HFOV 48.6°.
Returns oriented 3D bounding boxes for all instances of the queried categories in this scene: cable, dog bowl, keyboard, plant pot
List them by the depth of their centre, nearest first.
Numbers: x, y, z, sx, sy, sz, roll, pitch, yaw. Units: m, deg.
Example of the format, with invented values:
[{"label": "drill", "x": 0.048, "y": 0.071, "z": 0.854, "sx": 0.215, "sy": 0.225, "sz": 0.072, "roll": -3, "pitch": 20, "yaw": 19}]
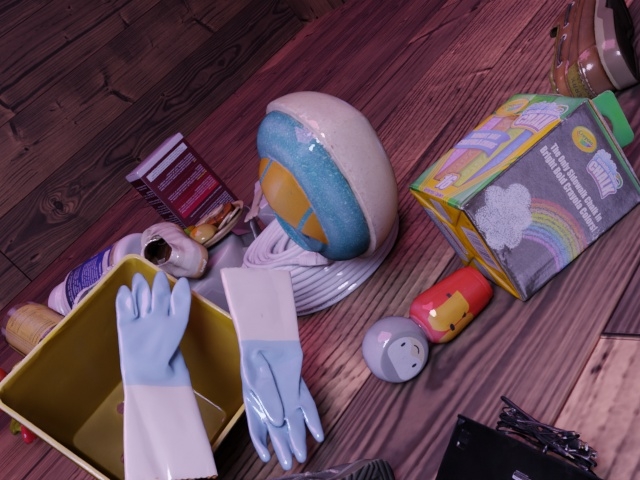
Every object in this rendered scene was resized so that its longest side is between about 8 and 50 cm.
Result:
[{"label": "keyboard", "x": 0.160, "y": 0.177, "z": 0.505, "sx": 0.192, "sy": 0.038, "sz": 0.100, "roll": 11, "pitch": 76, "yaw": 63}, {"label": "plant pot", "x": -0.195, "y": 0.183, "z": 0.799, "sx": 0.212, "sy": 0.212, "sz": 0.187, "roll": -52, "pitch": -11, "yaw": -32}, {"label": "cable", "x": 0.000, "y": 0.000, "z": 1.048, "sx": 0.257, "sy": 0.089, "sz": 0.257, "roll": -21, "pitch": 26, "yaw": 42}, {"label": "dog bowl", "x": -0.223, "y": 0.091, "z": 1.216, "sx": 0.349, "sy": 0.102, "sz": 0.348, "roll": -33, "pitch": 22, "yaw": 15}]

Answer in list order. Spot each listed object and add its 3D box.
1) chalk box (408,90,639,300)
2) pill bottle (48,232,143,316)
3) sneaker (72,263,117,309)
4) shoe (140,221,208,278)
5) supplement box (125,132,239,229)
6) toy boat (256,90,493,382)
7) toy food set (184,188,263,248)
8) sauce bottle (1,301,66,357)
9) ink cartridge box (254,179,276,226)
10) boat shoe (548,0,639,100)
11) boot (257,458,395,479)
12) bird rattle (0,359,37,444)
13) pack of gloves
[{"label": "chalk box", "x": 0.227, "y": -0.067, "z": 0.738, "sx": 0.213, "sy": 0.132, "sz": 0.132, "roll": -40, "pitch": 20, "yaw": -4}, {"label": "pill bottle", "x": -0.443, "y": 0.101, "z": 1.493, "sx": 0.265, "sy": 0.153, "sz": 0.153, "roll": -27, "pitch": 24, "yaw": 30}, {"label": "sneaker", "x": -0.366, "y": 0.089, "z": 1.236, "sx": 0.076, "sy": 0.065, "sz": 0.166, "roll": -21, "pitch": 28, "yaw": 32}, {"label": "shoe", "x": -0.250, "y": 0.010, "z": 1.135, "sx": 0.219, "sy": 0.058, "sz": 0.076, "roll": 16, "pitch": 95, "yaw": 55}, {"label": "supplement box", "x": -0.262, "y": -0.085, "z": 1.448, "sx": 0.130, "sy": 0.239, "sz": 0.073, "roll": -50, "pitch": 21, "yaw": -26}, {"label": "toy boat", "x": 0.030, "y": -0.008, "z": 0.756, "sx": 0.148, "sy": 0.318, "sz": 0.267, "roll": -37, "pitch": -16, "yaw": -10}, {"label": "toy food set", "x": -0.183, "y": -0.030, "z": 1.199, "sx": 0.192, "sy": 0.038, "sz": 0.132, "roll": -33, "pitch": 21, "yaw": 17}, {"label": "sauce bottle", "x": -0.496, "y": 0.205, "z": 1.358, "sx": 0.345, "sy": 0.111, "sz": 0.111, "roll": 16, "pitch": 55, "yaw": 44}, {"label": "ink cartridge box", "x": -0.072, "y": -0.093, "z": 1.398, "sx": 0.104, "sy": 0.061, "sz": 0.181, "roll": -35, "pitch": 21, "yaw": 9}, {"label": "boat shoe", "x": 0.373, "y": -0.298, "z": 0.999, "sx": 0.105, "sy": 0.110, "sz": 0.307, "roll": -23, "pitch": 26, "yaw": 35}, {"label": "boot", "x": -0.061, "y": 0.236, "z": 0.600, "sx": 0.209, "sy": 0.075, "sz": 0.190, "roll": -15, "pitch": -13, "yaw": 34}, {"label": "bird rattle", "x": -0.584, "y": 0.291, "z": 1.297, "sx": 0.143, "sy": 0.207, "sz": 0.253, "roll": -63, "pitch": 16, "yaw": -10}, {"label": "pack of gloves", "x": -0.106, "y": 0.131, "z": 0.716, "sx": 0.046, "sy": 0.195, "sz": 0.232, "roll": 122, "pitch": 144, "yaw": -45}]
